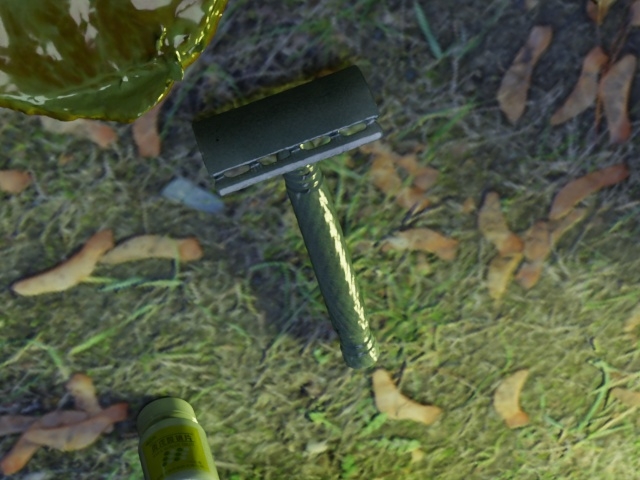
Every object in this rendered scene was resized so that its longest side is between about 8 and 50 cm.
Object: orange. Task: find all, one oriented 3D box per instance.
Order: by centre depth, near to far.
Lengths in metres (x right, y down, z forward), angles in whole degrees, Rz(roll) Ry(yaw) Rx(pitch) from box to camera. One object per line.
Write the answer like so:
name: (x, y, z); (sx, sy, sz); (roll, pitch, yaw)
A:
orange: (-0.153, -0.176, 0.931); (0.179, 0.158, 0.237); (-33, 133, 16)

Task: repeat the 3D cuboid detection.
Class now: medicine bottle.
medicine bottle: (-0.094, 0.144, 1.243); (0.047, 0.083, 0.047); (-9, 129, -11)

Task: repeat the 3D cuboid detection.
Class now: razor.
razor: (0.000, 0.000, 1.189); (0.106, 0.068, 0.232); (-19, 136, -2)
